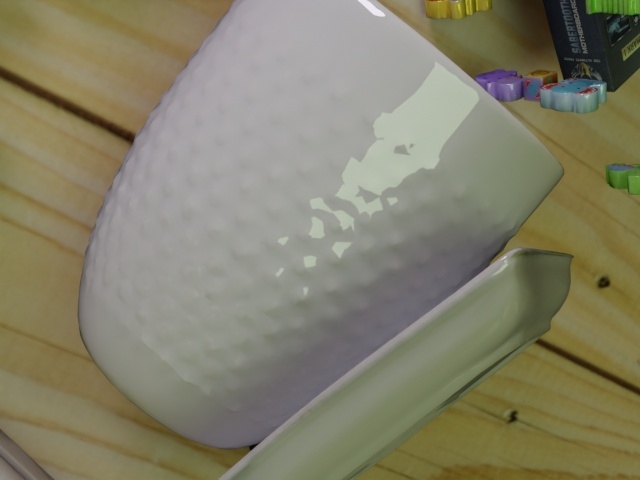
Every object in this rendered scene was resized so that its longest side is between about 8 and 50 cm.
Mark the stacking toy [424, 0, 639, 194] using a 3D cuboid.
[{"bbox_3d":[0.187,-0.131,0.858,0.052,0.221,0.166,-25,116,-35],"label":"stacking toy"}]

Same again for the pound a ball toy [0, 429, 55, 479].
[{"bbox_3d":[-0.317,0.271,0.818,0.208,0.136,0.319,-39,115,-7],"label":"pound a ball toy"}]

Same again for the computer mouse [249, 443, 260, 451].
[{"bbox_3d":[-0.007,0.254,0.995,0.071,0.041,0.242,-26,120,-3],"label":"computer mouse"}]

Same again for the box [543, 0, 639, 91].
[{"bbox_3d":[0.287,-0.271,0.891,0.233,0.059,0.183,-42,125,-25],"label":"box"}]

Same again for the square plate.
[{"bbox_3d":[0.048,0.130,0.744,0.347,0.344,0.049,-40,76,14],"label":"square plate"}]

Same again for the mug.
[{"bbox_3d":[0.000,0.000,0.813,0.328,0.276,0.374,-50,147,8],"label":"mug"}]

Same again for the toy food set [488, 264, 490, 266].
[{"bbox_3d":[0.132,0.038,0.989,0.083,0.020,0.083,-17,111,-16],"label":"toy food set"}]
